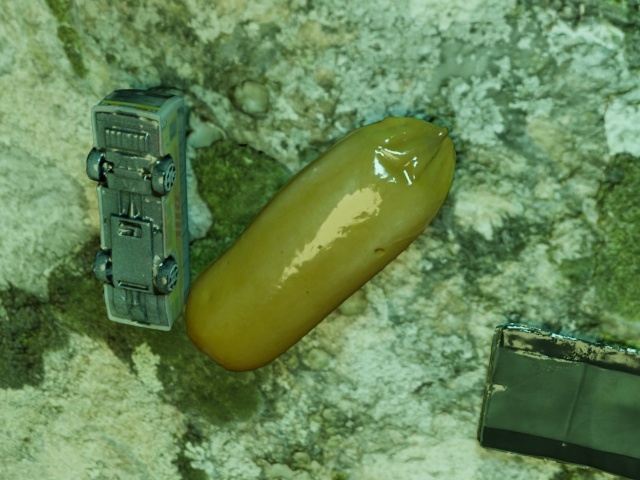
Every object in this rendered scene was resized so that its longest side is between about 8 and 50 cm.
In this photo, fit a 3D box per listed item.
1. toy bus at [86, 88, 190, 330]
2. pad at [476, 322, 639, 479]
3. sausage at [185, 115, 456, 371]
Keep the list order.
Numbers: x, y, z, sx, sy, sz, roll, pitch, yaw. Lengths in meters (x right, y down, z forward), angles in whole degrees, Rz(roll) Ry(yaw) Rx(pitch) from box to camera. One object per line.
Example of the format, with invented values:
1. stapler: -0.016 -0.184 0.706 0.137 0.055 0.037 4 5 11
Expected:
1. toy bus: -0.186 -0.033 1.328 0.092 0.106 0.268 9 122 12
2. pad: 0.291 0.182 1.350 0.233 0.022 0.174 12 120 10
3. sausage: -0.002 0.001 1.290 0.134 0.116 0.354 46 117 1
